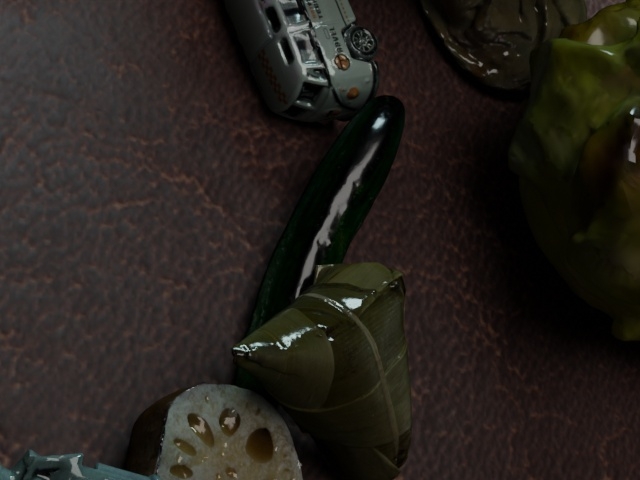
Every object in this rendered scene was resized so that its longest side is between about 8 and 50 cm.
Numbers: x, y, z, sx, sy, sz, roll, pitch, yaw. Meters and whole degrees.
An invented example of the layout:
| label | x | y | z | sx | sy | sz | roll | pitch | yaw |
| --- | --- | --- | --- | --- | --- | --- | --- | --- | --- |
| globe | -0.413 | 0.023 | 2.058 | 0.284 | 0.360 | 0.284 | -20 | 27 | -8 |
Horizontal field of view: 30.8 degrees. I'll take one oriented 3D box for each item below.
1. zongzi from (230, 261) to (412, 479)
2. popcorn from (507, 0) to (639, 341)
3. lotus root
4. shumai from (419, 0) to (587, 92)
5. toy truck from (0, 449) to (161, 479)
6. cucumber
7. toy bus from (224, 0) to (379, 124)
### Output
| label | x | y | z | sx | sy | sz | roll | pitch | yaw |
| --- | --- | --- | --- | --- | --- | --- | --- | --- | --- |
| zongzi | 0.002 | 0.110 | 0.753 | 0.176 | 0.078 | 0.160 | -36 | 120 | -58 |
| popcorn | 0.314 | -0.055 | 0.964 | 0.312 | 0.312 | 0.312 | 14 | 61 | -27 |
| lotus root | -0.070 | 0.157 | 0.737 | 0.112 | 0.081 | 0.122 | 23 | 57 | -24 |
| shumai | 0.183 | -0.245 | 1.068 | 0.201 | 0.120 | 0.201 | 12 | 63 | -25 |
| toy truck | -0.055 | 0.226 | 0.626 | 0.338 | 0.133 | 0.184 | 26 | 97 | -20 |
| cucumber | 0.000 | 0.000 | 0.857 | 0.056 | 0.056 | 0.284 | 32 | 66 | -16 |
| toy bus | -0.025 | -0.185 | 0.930 | 0.089 | 0.087 | 0.194 | -15 | 78 | -33 |
